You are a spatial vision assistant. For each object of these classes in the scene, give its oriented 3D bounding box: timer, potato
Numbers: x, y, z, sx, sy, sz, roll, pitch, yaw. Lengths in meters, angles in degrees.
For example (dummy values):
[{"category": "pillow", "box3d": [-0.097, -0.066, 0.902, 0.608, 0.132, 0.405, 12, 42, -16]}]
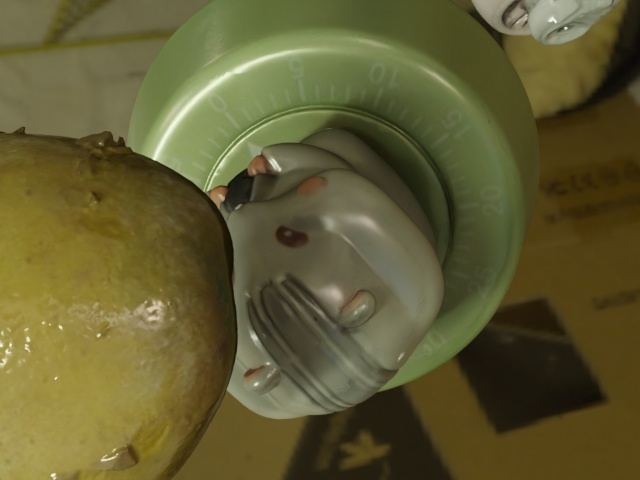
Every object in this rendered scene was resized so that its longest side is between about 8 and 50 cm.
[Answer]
[{"category": "timer", "box3d": [0.000, 0.000, 1.074, 0.315, 0.290, 0.291, -81, -7, -68]}, {"category": "potato", "box3d": [-0.093, 0.039, 0.789, 0.117, 0.182, 0.202, -11, 57, 25]}]

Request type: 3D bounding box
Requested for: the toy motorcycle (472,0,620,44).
[{"category": "toy motorcycle", "box3d": [0.130, -0.159, 0.692, 0.254, 0.112, 0.112, 116, 139, -67]}]
